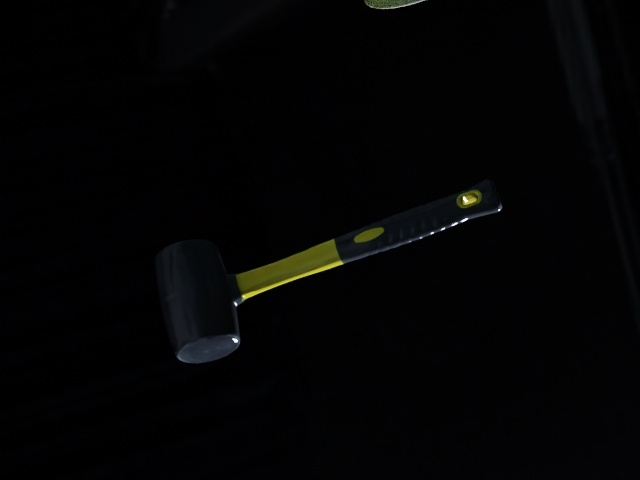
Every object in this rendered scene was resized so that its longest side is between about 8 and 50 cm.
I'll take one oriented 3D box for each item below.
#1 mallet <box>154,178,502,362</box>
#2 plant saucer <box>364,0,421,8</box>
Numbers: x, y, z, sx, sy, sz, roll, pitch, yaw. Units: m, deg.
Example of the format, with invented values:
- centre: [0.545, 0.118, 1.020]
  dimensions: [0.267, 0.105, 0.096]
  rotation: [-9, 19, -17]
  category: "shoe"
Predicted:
- centre: [0.000, 0.000, 0.793]
  dimensions: [0.062, 0.190, 0.039]
  rotation: [65, 3, 26]
  category: "mallet"
- centre: [0.128, -0.252, 1.102]
  dimensions: [0.241, 0.241, 0.037]
  rotation: [1, -52, 57]
  category: "plant saucer"
